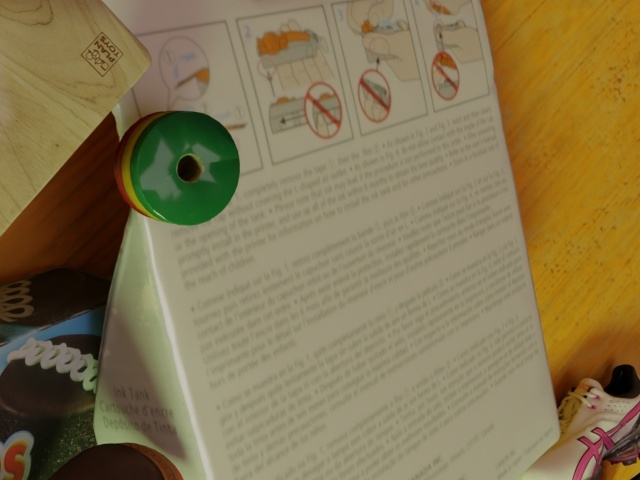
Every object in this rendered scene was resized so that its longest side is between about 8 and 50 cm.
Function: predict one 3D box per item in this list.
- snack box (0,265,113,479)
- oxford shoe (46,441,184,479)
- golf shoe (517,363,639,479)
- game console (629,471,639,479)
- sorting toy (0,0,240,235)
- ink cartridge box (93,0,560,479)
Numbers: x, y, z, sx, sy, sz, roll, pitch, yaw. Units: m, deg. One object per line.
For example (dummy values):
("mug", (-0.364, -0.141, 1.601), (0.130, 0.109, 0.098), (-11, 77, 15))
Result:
("snack box", (-0.194, 0.137, 0.397), (0.322, 0.060, 0.187), (-24, 124, -61))
("oxford shoe", (-0.139, 0.179, 0.352), (0.271, 0.097, 0.098), (-59, 147, -31))
("golf shoe", (0.217, 0.163, 0.831), (0.186, 0.067, 0.086), (-14, 94, -40))
("game console", (0.243, 0.233, 0.857), (0.124, 0.085, 0.144), (12, 138, -16))
("sorting toy", (-0.157, -0.069, 0.334), (0.274, 0.046, 0.132), (46, 72, -30))
("ink cartridge box", (0.000, 0.000, 0.553), (0.308, 0.091, 0.385), (-23, 103, -46))
